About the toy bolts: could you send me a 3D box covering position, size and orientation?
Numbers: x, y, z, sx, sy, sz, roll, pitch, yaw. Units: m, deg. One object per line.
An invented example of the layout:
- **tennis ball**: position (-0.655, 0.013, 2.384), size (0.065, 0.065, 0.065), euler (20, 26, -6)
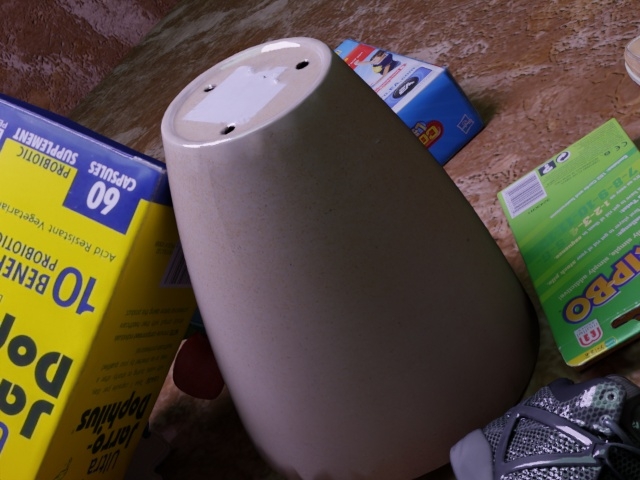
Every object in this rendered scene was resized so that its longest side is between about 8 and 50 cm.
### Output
- **toy bolts**: position (-0.160, 0.046, 0.959), size (0.228, 0.158, 0.218), euler (19, 27, 38)

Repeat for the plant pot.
- **plant pot**: position (0.000, 0.000, 0.728), size (0.256, 0.274, 0.256), euler (-19, 35, 14)

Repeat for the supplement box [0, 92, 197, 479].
- **supplement box**: position (-0.242, 0.079, 0.814), size (0.356, 0.194, 0.195), euler (-67, -13, 2)

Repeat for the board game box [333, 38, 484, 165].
- **board game box**: position (-0.003, -0.094, 1.168), size (0.308, 0.086, 0.302), euler (-42, 25, -2)

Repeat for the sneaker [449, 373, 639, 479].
- **sneaker**: position (0.158, 0.152, 0.548), size (0.130, 0.087, 0.227), euler (-43, 19, 11)

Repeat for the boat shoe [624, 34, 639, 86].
- **boat shoe**: position (0.319, -0.165, 0.843), size (0.068, 0.072, 0.190), euler (-43, 25, -2)

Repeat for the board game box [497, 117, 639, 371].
- **board game box**: position (0.220, -0.001, 0.766), size (0.124, 0.039, 0.259), euler (-34, 23, 17)

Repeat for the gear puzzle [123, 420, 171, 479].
- **gear puzzle**: position (-0.306, 0.283, 0.962), size (0.339, 0.175, 0.044), euler (-47, -19, -13)
